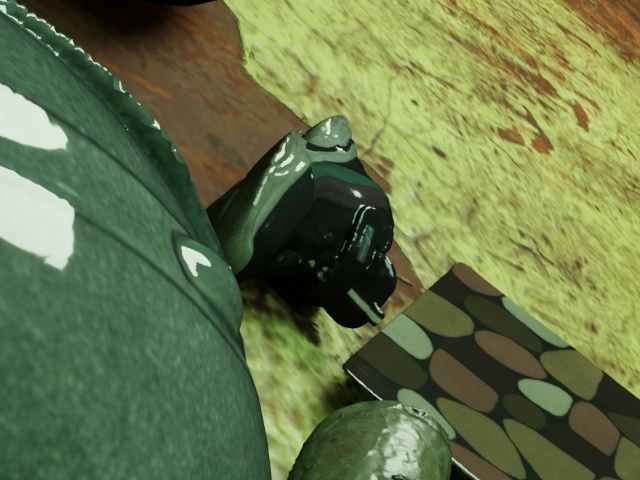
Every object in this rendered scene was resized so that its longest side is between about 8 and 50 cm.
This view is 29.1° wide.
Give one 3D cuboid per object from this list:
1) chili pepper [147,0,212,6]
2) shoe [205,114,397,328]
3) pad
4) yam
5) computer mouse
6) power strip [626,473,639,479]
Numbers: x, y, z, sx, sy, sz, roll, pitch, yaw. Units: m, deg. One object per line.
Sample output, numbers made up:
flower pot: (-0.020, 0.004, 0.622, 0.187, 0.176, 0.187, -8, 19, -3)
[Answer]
chili pepper: (-0.087, -0.270, 0.661, 0.248, 0.233, 0.257, 32, 38, -21)
shoe: (0.000, 0.000, 0.613, 0.099, 0.071, 0.169, 51, 25, -2)
pad: (0.108, 0.083, 0.668, 0.158, 0.003, 0.235, 38, 22, 10)
yam: (0.012, 0.120, 0.476, 0.070, 0.069, 0.146, 45, 27, -7)
computer mouse: (-0.130, 0.000, 0.378, 0.374, 0.114, 0.203, 18, 40, -45)
power strip: (0.151, 0.187, 0.614, 0.270, 0.046, 0.118, 0, 54, -55)
